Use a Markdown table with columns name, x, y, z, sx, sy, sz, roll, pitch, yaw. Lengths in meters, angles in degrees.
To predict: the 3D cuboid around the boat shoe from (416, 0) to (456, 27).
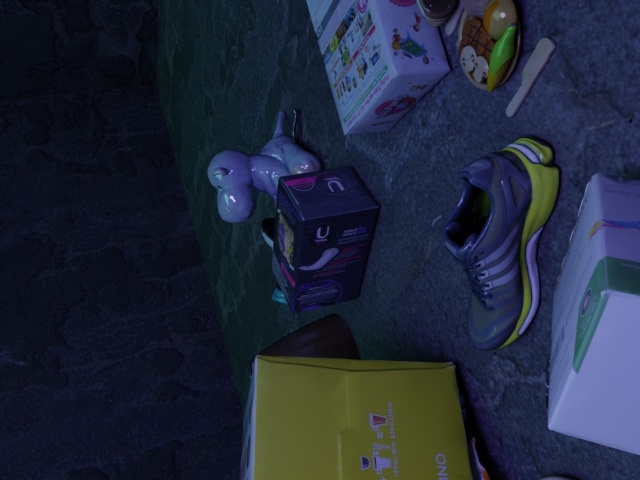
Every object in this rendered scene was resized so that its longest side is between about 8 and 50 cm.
| name | x | y | z | sx | sy | sz | roll | pitch | yaw |
| --- | --- | --- | --- | --- | --- | --- | --- | --- | --- |
| boat shoe | 0.142 | -0.391 | 0.848 | 0.072 | 0.068 | 0.190 | 27 | -124 | -86 |

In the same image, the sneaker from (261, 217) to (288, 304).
| name | x | y | z | sx | sy | sz | roll | pitch | yaw |
| --- | --- | --- | --- | --- | --- | --- | --- | --- | --- |
| sneaker | -0.084 | 0.074 | 1.601 | 0.295 | 0.123 | 0.179 | 49 | 135 | 50 |

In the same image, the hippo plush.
| name | x | y | z | sx | sy | sz | roll | pitch | yaw |
| --- | --- | --- | --- | --- | --- | --- | --- | --- | --- |
| hippo plush | -0.141 | -0.154 | 1.451 | 0.234 | 0.236 | 0.294 | -161 | 62 | -66 |

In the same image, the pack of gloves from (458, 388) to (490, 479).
| name | x | y | z | sx | sy | sz | roll | pitch | yaw |
| --- | --- | --- | --- | --- | --- | --- | --- | --- | --- |
| pack of gloves | 0.236 | 0.367 | 1.052 | 0.232 | 0.046 | 0.195 | 104 | 162 | -50 |

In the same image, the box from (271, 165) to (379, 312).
| name | x | y | z | sx | sy | sz | roll | pitch | yaw |
| --- | --- | --- | --- | --- | --- | --- | --- | --- | --- |
| box | 0.000 | 0.000 | 1.268 | 0.270 | 0.165 | 0.143 | 100 | 151 | -43 |

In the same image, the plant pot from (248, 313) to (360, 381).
| name | x | y | z | sx | sy | sz | roll | pitch | yaw |
| --- | --- | --- | --- | --- | --- | --- | --- | --- | --- |
| plant pot | -0.049 | 0.307 | 1.466 | 0.215 | 0.230 | 0.216 | 169 | 90 | -69 |

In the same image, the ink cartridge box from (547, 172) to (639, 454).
| name | x | y | z | sx | sy | sz | roll | pitch | yaw |
| --- | --- | --- | --- | --- | --- | --- | --- | --- | --- |
| ink cartridge box | 0.271 | 0.055 | 0.549 | 0.212 | 0.093 | 0.154 | -59 | -22 | -54 |

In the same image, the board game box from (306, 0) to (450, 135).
| name | x | y | z | sx | sy | sz | roll | pitch | yaw |
| --- | --- | --- | --- | --- | --- | --- | --- | --- | --- |
| board game box | 0.077 | -0.355 | 0.983 | 0.224 | 0.097 | 0.304 | 143 | 115 | -68 |

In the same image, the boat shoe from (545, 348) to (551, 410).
| name | x | y | z | sx | sy | sz | roll | pitch | yaw |
| --- | --- | --- | --- | --- | --- | --- | --- | --- | --- |
| boat shoe | 0.298 | 0.165 | 0.754 | 0.040 | 0.049 | 0.142 | -147 | 47 | -63 |

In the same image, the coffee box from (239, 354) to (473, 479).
| name | x | y | z | sx | sy | sz | roll | pitch | yaw |
| --- | --- | --- | --- | --- | --- | --- | --- | --- | --- |
| coffee box | 0.039 | 0.413 | 1.010 | 0.334 | 0.338 | 0.338 | 107 | 164 | -54 |

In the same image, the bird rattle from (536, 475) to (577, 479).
| name | x | y | z | sx | sy | sz | roll | pitch | yaw |
| --- | --- | --- | --- | --- | --- | --- | --- | --- | --- |
| bird rattle | 0.308 | 0.403 | 0.759 | 0.254 | 0.143 | 0.207 | 115 | 155 | -53 |

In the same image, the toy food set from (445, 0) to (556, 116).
| name | x | y | z | sx | sy | sz | roll | pitch | yaw |
| --- | --- | --- | --- | --- | --- | --- | --- | --- | --- |
| toy food set | 0.207 | -0.258 | 0.776 | 0.132 | 0.038 | 0.192 | 106 | 146 | -51 |

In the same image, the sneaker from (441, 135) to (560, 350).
| name | x | y | z | sx | sy | sz | roll | pitch | yaw |
| --- | --- | --- | --- | --- | --- | --- | --- | --- | --- |
| sneaker | 0.213 | 0.017 | 0.791 | 0.111 | 0.121 | 0.300 | -136 | 40 | -57 |
